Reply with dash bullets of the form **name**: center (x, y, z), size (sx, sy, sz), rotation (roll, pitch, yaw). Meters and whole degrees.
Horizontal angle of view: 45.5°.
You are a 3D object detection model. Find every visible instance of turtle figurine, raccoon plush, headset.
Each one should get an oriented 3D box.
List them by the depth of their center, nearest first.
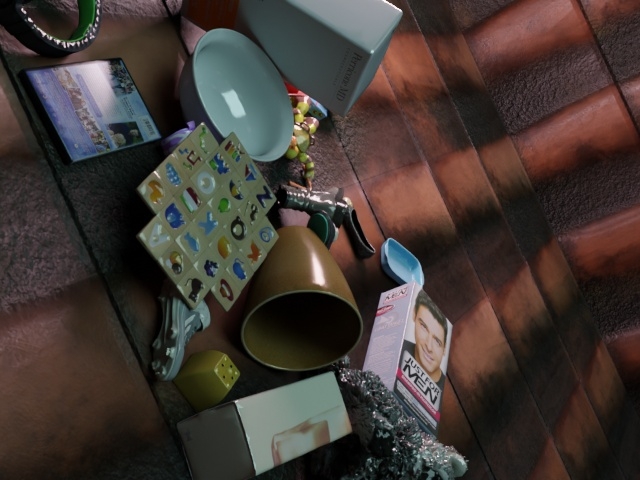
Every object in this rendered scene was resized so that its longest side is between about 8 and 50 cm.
- **headset**: center (-0.549, -0.496, 1.326), size (0.394, 0.185, 0.243), rotation (58, 33, -41)
- **raccoon plush**: center (0.144, 0.355, 1.604), size (0.299, 0.216, 0.446), rotation (21, 52, -36)
- **turtle figurine**: center (-0.062, -0.270, 1.869), size (0.269, 0.087, 0.217), rotation (54, 32, -30)

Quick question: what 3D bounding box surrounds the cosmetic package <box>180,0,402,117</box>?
- **cosmetic package**: center (-0.074, -0.501, 1.690), size (0.453, 0.230, 0.161), rotation (32, 58, 3)

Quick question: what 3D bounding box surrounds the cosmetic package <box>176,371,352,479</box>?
- **cosmetic package**: center (-0.092, 0.339, 1.375), size (0.296, 0.153, 0.129), rotation (-3, 70, -55)

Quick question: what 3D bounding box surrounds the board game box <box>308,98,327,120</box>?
- **board game box**: center (-0.053, -0.447, 2.059), size (0.211, 0.039, 0.160), rotation (43, 38, -33)

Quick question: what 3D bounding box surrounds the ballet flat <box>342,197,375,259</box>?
- **ballet flat**: center (0.099, -0.034, 1.993), size (0.057, 0.049, 0.173), rotation (-11, 78, -58)

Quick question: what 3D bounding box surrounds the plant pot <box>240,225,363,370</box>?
- **plant pot**: center (-0.045, 0.095, 1.562), size (0.237, 0.237, 0.254), rotation (40, 28, -34)

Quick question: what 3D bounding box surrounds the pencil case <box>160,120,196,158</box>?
- **pencil case**: center (-0.241, -0.127, 1.528), size (0.086, 0.088, 0.206), rotation (-34, 97, -48)

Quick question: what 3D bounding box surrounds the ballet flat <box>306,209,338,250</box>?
- **ballet flat**: center (0.000, 0.000, 1.707), size (0.074, 0.203, 0.074), rotation (9, 43, -9)

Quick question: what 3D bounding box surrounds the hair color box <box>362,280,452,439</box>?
- **hair color box**: center (0.215, 0.297, 1.881), size (0.185, 0.114, 0.374), rotation (49, 35, -23)

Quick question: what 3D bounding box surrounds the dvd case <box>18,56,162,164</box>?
- **dvd case**: center (-0.417, -0.247, 1.415), size (0.180, 0.022, 0.253), rotation (63, 32, -3)

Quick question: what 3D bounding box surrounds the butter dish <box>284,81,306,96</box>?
- **butter dish**: center (-0.114, -0.417, 1.828), size (0.160, 0.118, 0.160), rotation (29, 21, 24)

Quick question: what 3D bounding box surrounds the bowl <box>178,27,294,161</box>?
- **bowl**: center (-0.202, -0.289, 1.638), size (0.298, 0.134, 0.297), rotation (26, 55, -44)

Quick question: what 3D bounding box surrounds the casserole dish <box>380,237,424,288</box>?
- **casserole dish**: center (0.222, 0.072, 2.114), size (0.188, 0.037, 0.114), rotation (36, 43, -37)

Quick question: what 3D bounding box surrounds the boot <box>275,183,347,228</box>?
- **boot**: center (-0.029, -0.102, 1.803), size (0.161, 0.083, 0.246), rotation (18, 9, -8)

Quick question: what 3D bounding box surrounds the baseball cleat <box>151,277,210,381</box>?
- **baseball cleat**: center (-0.240, 0.161, 1.352), size (0.109, 0.072, 0.205), rotation (32, 46, -41)

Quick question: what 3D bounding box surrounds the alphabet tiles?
- **alphabet tiles**: center (-0.200, -0.046, 1.429), size (0.285, 0.011, 0.342), rotation (58, 41, -24)

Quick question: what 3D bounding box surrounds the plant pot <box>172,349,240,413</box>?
- **plant pot**: center (-0.193, 0.243, 1.353), size (0.081, 0.083, 0.081), rotation (56, 34, -15)
